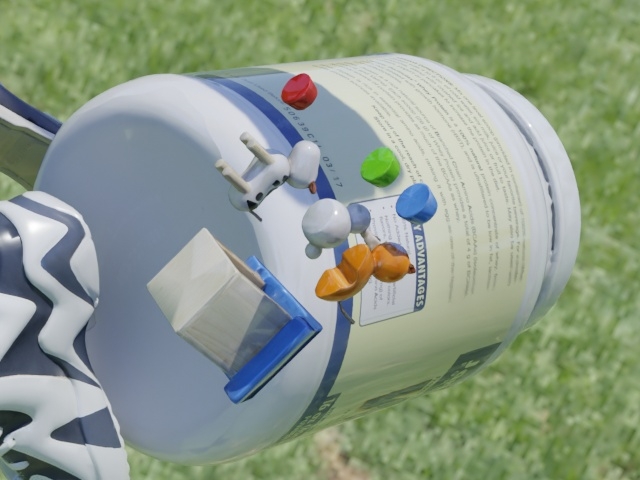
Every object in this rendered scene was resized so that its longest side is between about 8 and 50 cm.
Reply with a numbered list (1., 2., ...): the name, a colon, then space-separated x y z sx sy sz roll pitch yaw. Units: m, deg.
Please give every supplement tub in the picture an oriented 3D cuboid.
1. supplement tub: 0.000 0.000 1.124 0.235 0.235 0.325 37 30 30

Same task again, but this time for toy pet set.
1. toy pet set: -0.004 0.012 0.687 0.065 0.114 0.122 42 5 -37

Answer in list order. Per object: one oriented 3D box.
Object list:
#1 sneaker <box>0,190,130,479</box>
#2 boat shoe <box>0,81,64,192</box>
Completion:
1. sneaker: -0.197 0.100 0.980 0.153 0.235 0.094 -20 33 -36
2. boat shoe: -0.190 -0.069 1.230 0.206 0.075 0.065 32 42 -30
